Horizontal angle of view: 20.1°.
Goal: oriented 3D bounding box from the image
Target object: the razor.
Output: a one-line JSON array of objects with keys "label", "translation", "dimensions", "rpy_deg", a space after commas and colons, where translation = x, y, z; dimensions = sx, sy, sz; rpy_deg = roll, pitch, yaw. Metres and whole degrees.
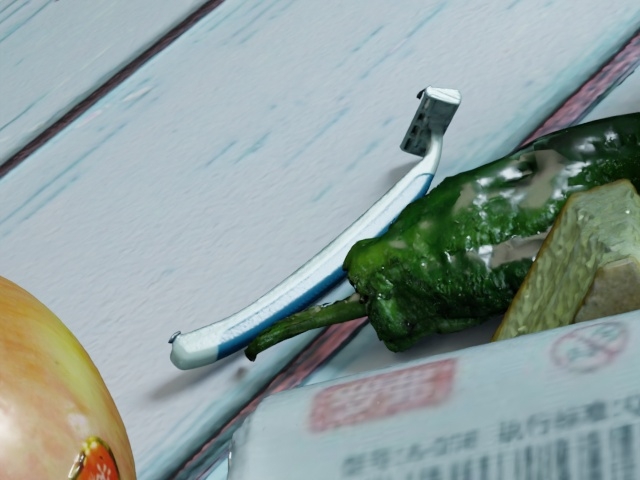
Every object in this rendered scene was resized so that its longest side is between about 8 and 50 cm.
[{"label": "razor", "translation": [0.003, 0.002, 0.878], "dimensions": [0.191, 0.037, 0.068], "rpy_deg": [-44, -10, -22]}]

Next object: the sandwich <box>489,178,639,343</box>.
[{"label": "sandwich", "translation": [0.154, 0.014, 0.671], "dimensions": [0.244, 0.088, 0.090], "rpy_deg": [-20, 25, 14]}]

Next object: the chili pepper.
[{"label": "chili pepper", "translation": [0.092, -0.018, 0.808], "dimensions": [0.279, 0.065, 0.122], "rpy_deg": [-30, 19, -10]}]

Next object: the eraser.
[{"label": "eraser", "translation": [0.082, 0.102, 0.576], "dimensions": [0.227, 0.081, 0.174], "rpy_deg": [-13, 46, 21]}]

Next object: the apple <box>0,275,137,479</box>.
[{"label": "apple", "translation": [-0.174, 0.106, 0.718], "dimensions": [0.209, 0.164, 0.209], "rpy_deg": [-21, 31, 13]}]
